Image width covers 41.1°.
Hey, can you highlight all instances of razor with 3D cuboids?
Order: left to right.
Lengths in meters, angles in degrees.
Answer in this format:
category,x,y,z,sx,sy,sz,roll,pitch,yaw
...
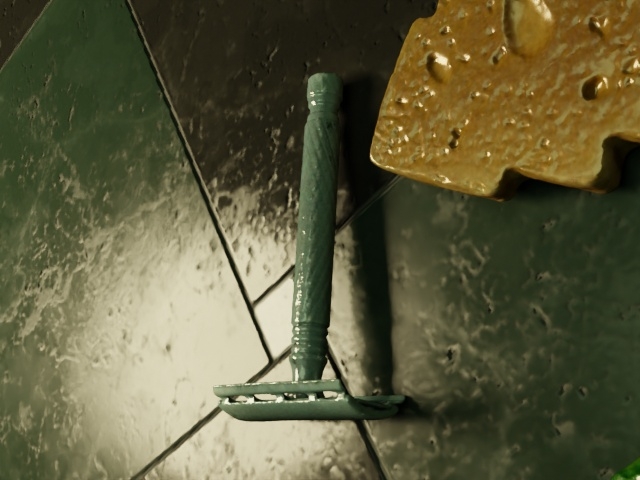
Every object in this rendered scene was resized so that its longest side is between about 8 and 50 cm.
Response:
category,x,y,z,sx,sy,sz,roll,pitch,yaw
razor,0.000,0.000,0.554,0.106,0.068,0.232,-9,68,38

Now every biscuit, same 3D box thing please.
category,x,y,z,sx,sy,sz,roll,pitch,yaw
biscuit,0.125,-0.105,0.473,0.238,0.041,0.212,-34,66,31

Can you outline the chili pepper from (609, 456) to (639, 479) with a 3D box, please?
category,x,y,z,sx,sy,sz,roll,pitch,yaw
chili pepper,0.159,0.096,0.393,0.073,0.050,0.182,43,111,31
